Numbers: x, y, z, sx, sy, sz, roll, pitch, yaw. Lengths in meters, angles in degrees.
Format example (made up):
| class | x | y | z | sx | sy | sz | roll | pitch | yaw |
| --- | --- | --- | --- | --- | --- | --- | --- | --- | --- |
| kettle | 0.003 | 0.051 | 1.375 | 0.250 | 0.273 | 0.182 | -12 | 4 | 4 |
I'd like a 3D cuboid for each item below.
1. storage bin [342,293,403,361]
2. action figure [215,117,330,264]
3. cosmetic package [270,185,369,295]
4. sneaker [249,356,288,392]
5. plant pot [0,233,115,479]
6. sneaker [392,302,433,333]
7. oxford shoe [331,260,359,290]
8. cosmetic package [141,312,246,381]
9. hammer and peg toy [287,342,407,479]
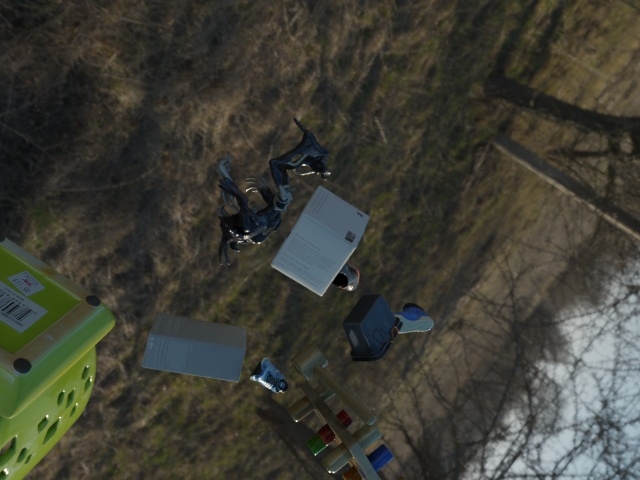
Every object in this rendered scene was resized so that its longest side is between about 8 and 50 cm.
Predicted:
| class | x | y | z | sx | sy | sz | roll | pitch | yaw |
| --- | --- | --- | --- | --- | --- | --- | --- | --- | --- |
| storage bin | 0.110 | 0.181 | 1.376 | 0.135 | 0.098 | 0.091 | -50 | 122 | -43 |
| action figure | -0.109 | -0.088 | 1.158 | 0.276 | 0.141 | 0.164 | -45 | 165 | 3 |
| cosmetic package | 0.000 | 0.000 | 1.561 | 0.184 | 0.151 | 0.151 | -57 | -177 | 34 |
| sneaker | -0.117 | 0.337 | 1.583 | 0.063 | 0.073 | 0.162 | -56 | 155 | -9 |
| plant pot | -0.384 | 0.133 | 0.722 | 0.207 | 0.228 | 0.227 | -56 | 180 | 25 |
| sneaker | 0.236 | 0.216 | 1.816 | 0.152 | 0.084 | 0.058 | 1 | 117 | -16 |
| oxford shoe | 0.062 | 0.115 | 2.039 | 0.271 | 0.096 | 0.098 | 57 | 32 | -58 |
| cosmetic package | -0.307 | 0.264 | 1.596 | 0.127 | 0.238 | 0.107 | -101 | -153 | -72 |
| hammer and peg toy | 0.040 | 0.408 | 1.346 | 0.127 | 0.266 | 0.361 | -34 | 120 | -12 |
